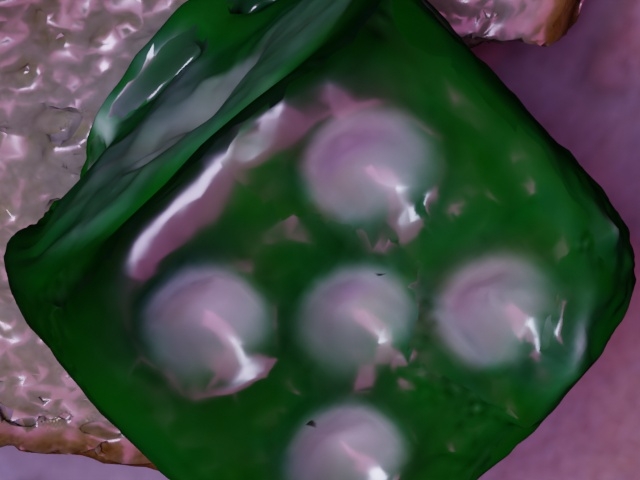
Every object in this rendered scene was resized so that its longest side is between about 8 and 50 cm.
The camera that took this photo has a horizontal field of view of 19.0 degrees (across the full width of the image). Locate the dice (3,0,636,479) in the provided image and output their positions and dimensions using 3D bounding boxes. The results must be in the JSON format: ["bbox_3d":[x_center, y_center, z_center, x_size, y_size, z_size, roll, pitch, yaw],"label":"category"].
[{"bbox_3d":[0.000,0.000,0.514,0.131,0.128,0.120,-44,112,5],"label":"dice"}]

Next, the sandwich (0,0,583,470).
[{"bbox_3d":[-0.042,-0.060,0.606,0.249,0.095,0.273,10,106,-12],"label":"sandwich"}]
